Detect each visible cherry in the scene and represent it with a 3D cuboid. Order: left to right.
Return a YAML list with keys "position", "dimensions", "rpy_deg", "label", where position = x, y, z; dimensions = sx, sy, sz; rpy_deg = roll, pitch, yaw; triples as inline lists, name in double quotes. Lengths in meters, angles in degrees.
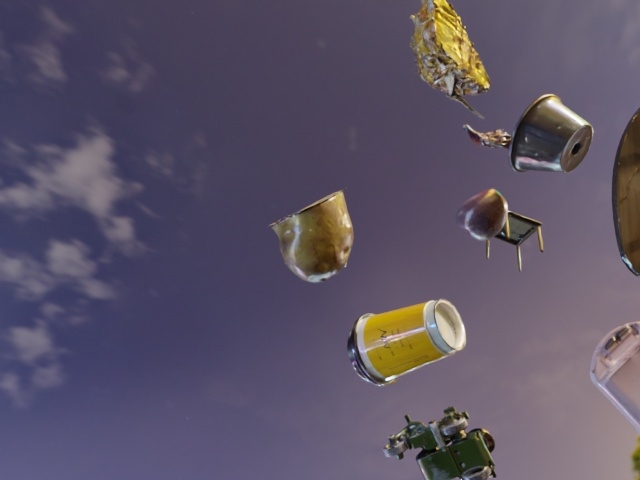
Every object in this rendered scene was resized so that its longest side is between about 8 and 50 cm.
- position: [0.533, -0.080, 1.529]
  dimensions: [0.176, 0.140, 0.176]
  rpy_deg: [-17, -37, -14]
  label: "cherry"

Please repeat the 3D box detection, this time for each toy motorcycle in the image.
- position: [0.321, 0.563, 1.247]
  dimensions: [0.275, 0.205, 0.127]
  rpy_deg: [-28, -9, 18]
  label: "toy motorcycle"

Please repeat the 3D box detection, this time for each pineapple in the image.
- position: [0.311, -0.471, 1.237]
  dimensions: [0.334, 0.161, 0.158]
  rpy_deg: [50, -132, -23]
  label: "pineapple"

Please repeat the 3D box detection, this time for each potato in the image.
- position: [0.000, 0.000, 1.506]
  dimensions: [0.289, 0.301, 0.237]
  rpy_deg: [-30, -84, -24]
  label: "potato"

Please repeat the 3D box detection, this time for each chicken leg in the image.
- position: [0.624, -0.386, 1.752]
  dimensions: [0.093, 0.205, 0.053]
  rpy_deg: [-63, -25, -17]
  label: "chicken leg"

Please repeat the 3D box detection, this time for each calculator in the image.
- position: [0.365, 0.166, 0.482]
  dimensions: [0.100, 0.175, 0.032]
  rpy_deg: [-37, -15, -11]
  label: "calculator"

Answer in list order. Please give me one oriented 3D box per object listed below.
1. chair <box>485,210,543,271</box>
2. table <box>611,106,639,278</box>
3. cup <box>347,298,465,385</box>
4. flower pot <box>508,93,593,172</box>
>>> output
- position: [0.804, -0.042, 1.964]
  dimensions: [0.188, 0.272, 0.166]
  rpy_deg: [20, -41, -7]
  label: "chair"
- position: [0.609, -0.079, 0.605]
  dimensions: [0.318, 0.249, 0.316]
  rpy_deg: [5, -107, -17]
  label: "table"
- position: [0.217, 0.255, 1.206]
  dimensions: [0.197, 0.196, 0.280]
  rpy_deg: [26, -42, -37]
  label: "cup"
- position: [0.758, -0.320, 1.515]
  dimensions: [0.269, 0.166, 0.268]
  rpy_deg: [-22, -48, -26]
  label: "flower pot"
